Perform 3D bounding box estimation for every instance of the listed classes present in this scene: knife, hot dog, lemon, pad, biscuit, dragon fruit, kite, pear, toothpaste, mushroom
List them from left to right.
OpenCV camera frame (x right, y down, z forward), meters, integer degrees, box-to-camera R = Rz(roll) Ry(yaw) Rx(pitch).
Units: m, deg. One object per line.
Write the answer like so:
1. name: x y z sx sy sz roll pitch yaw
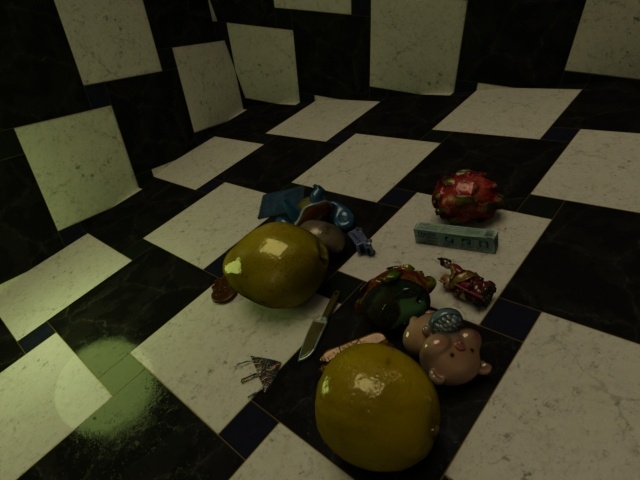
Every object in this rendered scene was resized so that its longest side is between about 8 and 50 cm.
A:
1. biscuit: -0.436 0.224 2.017 0.124 0.026 0.175 -20 35 -5
2. kite: -0.211 0.472 1.594 0.160 0.010 0.183 -22 38 -12
3. pear: -0.173 0.102 1.796 0.417 0.363 0.363 -15 35 14
4. pad: -0.221 -0.221 2.537 0.268 0.012 0.270 -10 36 11
5. knife: -0.004 0.320 1.693 0.061 0.027 0.343 6 44 25
6. mushroom: 0.000 0.000 1.993 0.226 0.178 0.226 8 -2 0
7. hot dog: 0.120 0.390 1.507 0.269 0.072 0.109 -20 37 0
8. lemon: 0.152 0.445 1.204 0.347 0.348 0.348 -12 35 9
9. dragon fruit: 0.266 0.208 1.538 0.295 0.268 0.130 -28 23 12
10. toothpaste: 0.558 -0.016 1.851 0.336 0.081 0.067 9 42 33
11. dragon fruit: 0.635 -0.183 1.927 0.302 0.237 0.231 -1 58 6

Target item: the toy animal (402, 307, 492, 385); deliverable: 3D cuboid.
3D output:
1. toy animal: 0.369 0.331 1.382 0.209 0.230 0.221 -10 -11 -21

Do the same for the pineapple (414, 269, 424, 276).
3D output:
1. pineapple: 0.303 0.163 1.700 0.221 0.048 0.221 -18 6 2

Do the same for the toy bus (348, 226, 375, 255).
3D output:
1. toy bus: 0.184 0.011 1.991 0.076 0.073 0.167 -24 32 -4

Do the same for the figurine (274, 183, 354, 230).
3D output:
1. figurine: -0.051 -0.127 2.185 0.415 0.243 0.298 -13 -8 2

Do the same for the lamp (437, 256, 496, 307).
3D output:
1. lamp: 0.512 0.150 1.625 0.118 0.118 0.253 -35 39 -22
